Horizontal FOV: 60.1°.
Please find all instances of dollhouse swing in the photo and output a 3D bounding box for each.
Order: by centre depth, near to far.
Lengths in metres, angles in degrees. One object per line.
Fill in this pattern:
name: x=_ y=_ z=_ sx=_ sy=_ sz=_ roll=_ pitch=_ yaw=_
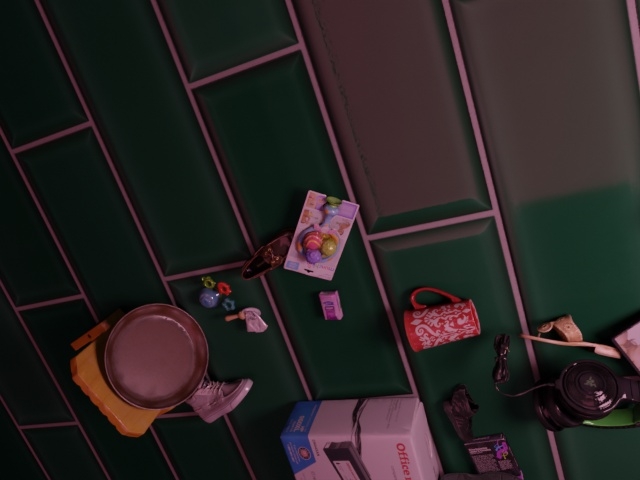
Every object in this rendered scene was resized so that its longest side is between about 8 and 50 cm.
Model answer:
dollhouse swing: x=-0.652 y=0.450 z=1.719 sx=0.315 sy=0.305 sz=0.347 roll=-31 pitch=101 yaw=33

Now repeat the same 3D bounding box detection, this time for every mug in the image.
mug: x=0.304 y=0.197 z=1.404 sx=0.169 sy=0.113 sz=0.150 roll=-16 pitch=109 yaw=21

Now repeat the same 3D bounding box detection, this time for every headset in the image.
headset: x=0.606 y=0.350 z=1.338 sx=0.394 sy=0.185 sz=0.243 roll=14 pitch=148 yaw=-5

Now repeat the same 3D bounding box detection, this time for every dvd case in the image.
dvd case: x=0.819 y=0.267 z=1.280 sx=0.180 sy=0.022 sz=0.253 roll=-39 pitch=97 yaw=12

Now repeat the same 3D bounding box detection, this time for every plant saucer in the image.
plant saucer: x=-0.487 y=0.345 z=1.650 sx=0.310 sy=0.310 sz=0.050 roll=52 pitch=142 yaw=-8

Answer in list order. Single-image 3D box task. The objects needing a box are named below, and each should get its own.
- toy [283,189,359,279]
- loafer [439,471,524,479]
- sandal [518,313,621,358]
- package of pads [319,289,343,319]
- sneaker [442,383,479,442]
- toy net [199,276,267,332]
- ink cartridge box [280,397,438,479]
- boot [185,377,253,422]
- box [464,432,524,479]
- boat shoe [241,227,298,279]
toy: x=0.000 y=0.000 z=1.432 sx=0.137 sy=0.056 sz=0.237 roll=16 pitch=113 yaw=-8
loafer: x=0.476 y=0.714 z=1.566 sx=0.267 sy=0.096 sz=0.084 roll=-6 pitch=132 yaw=30
sandal: x=0.608 y=0.221 z=1.343 sx=0.240 sy=0.088 sz=0.079 roll=12 pitch=85 yaw=6
package of pads: x=0.029 y=0.179 z=1.533 sx=0.050 sy=0.032 sz=0.083 roll=-4 pitch=111 yaw=24
sneaker: x=0.403 y=0.480 z=1.528 sx=0.089 sy=0.051 sz=0.170 roll=-28 pitch=98 yaw=32
toy net: x=-0.251 y=0.187 z=1.629 sx=0.232 sy=0.045 sz=0.122 roll=26 pitch=117 yaw=5
ink cartridge box: x=0.120 y=0.628 z=1.625 sx=0.395 sy=0.166 sz=0.285 roll=-9 pitch=110 yaw=22
boot: x=-0.332 y=0.485 z=1.756 sx=0.123 sy=0.095 sz=0.258 roll=42 pitch=121 yaw=-11
box: x=0.495 y=0.626 z=1.575 sx=0.116 sy=0.029 sz=0.162 roll=-19 pitch=107 yaw=26
boat shoe: x=-0.135 y=0.044 z=1.507 sx=0.207 sy=0.073 sz=0.073 roll=-40 pitch=96 yaw=28
